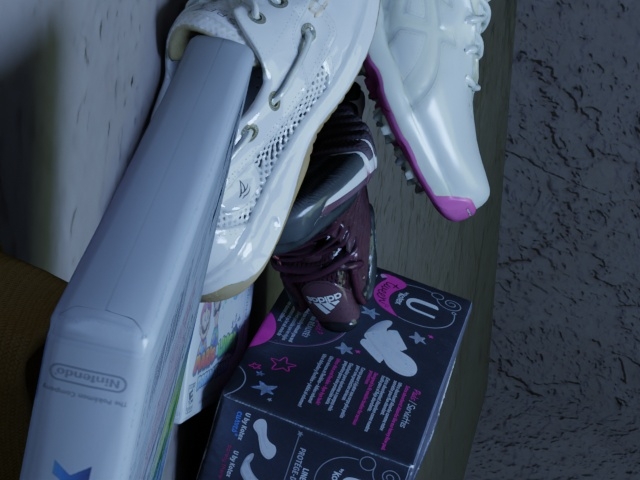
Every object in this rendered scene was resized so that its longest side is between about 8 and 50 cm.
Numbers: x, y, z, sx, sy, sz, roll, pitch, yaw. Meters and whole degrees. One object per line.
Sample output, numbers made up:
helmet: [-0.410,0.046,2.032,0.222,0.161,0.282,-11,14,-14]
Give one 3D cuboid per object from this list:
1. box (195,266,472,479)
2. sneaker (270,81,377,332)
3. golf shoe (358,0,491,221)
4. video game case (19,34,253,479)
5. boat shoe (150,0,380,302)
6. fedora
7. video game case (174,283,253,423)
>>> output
box: [0.008,0.141,1.289,0.247,0.142,0.163,-58,167,-62]
sneaker: [0.000,0.000,1.180,0.281,0.106,0.163,-66,148,-69]
golf shoe: [0.077,-0.169,1.211,0.115,0.140,0.306,-9,81,-85]
video game case: [-0.088,0.099,0.725,0.329,0.036,0.300,-82,-175,-68]
boat shoe: [-0.043,-0.105,1.021,0.096,0.098,0.277,42,57,-44]
fedora: [-0.137,0.058,0.709,0.194,0.079,0.194,10,90,-82]
video game case: [-0.072,0.041,1.196,0.157,0.019,0.143,-21,119,-77]
